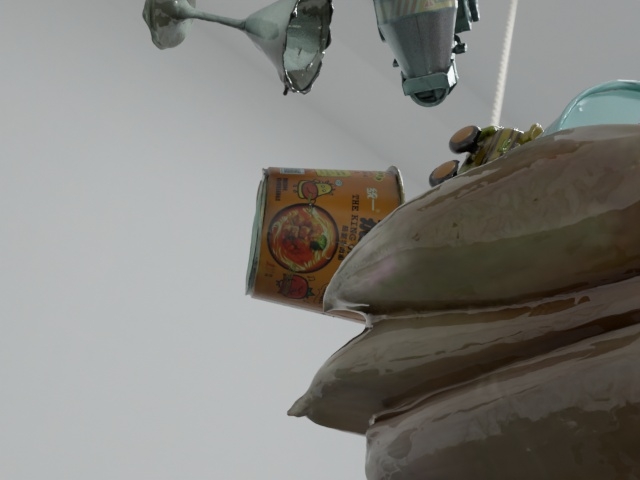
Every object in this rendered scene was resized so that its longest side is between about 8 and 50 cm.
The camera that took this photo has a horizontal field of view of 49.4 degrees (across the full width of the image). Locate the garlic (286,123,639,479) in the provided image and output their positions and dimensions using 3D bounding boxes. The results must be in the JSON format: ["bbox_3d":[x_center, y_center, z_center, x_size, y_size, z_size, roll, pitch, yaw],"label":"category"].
[{"bbox_3d":[0.142,0.087,0.385,0.325,0.279,0.132,-33,-21,37],"label":"garlic"}]

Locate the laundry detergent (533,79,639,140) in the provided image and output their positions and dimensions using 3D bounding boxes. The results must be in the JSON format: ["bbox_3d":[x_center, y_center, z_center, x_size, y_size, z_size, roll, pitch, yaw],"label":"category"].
[{"bbox_3d":[0.323,0.010,0.853,0.287,0.287,0.305,19,-29,-10],"label":"laundry detergent"}]

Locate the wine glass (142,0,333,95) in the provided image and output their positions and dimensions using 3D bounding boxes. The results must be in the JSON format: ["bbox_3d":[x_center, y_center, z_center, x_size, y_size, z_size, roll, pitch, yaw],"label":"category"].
[{"bbox_3d":[-0.114,-0.300,0.962,0.232,0.156,0.156,18,-22,17],"label":"wine glass"}]

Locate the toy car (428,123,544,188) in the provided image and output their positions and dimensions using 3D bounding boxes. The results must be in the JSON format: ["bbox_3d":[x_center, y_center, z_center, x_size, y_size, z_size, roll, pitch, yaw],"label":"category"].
[{"bbox_3d":[0.291,-0.077,1.113,0.142,0.248,0.200,-8,-47,49],"label":"toy car"}]

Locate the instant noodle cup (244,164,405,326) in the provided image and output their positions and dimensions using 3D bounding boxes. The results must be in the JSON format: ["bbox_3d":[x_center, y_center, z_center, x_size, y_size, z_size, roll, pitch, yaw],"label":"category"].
[{"bbox_3d":[0.000,0.000,0.881,0.172,0.216,0.216,7,-22,-7],"label":"instant noodle cup"}]

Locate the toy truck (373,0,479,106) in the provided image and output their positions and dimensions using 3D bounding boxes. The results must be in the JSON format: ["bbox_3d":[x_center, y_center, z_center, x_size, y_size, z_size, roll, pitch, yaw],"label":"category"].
[{"bbox_3d":[0.089,-0.272,0.685,0.108,0.140,0.257,-7,-56,18],"label":"toy truck"}]
